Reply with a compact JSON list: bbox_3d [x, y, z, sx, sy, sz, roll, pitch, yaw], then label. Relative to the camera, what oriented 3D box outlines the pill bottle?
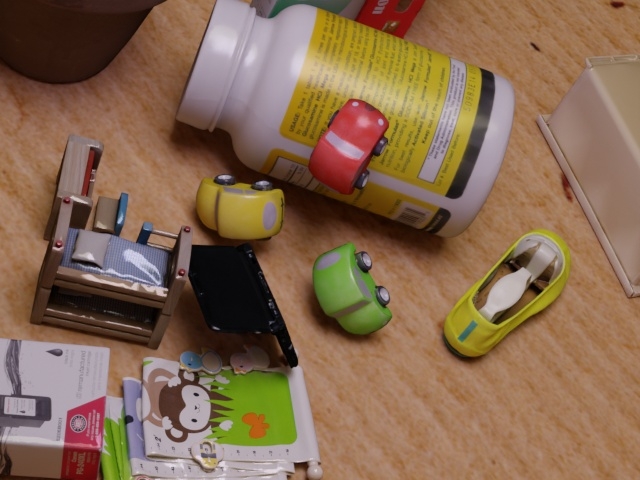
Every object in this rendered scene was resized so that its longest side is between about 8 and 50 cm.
[{"bbox_3d":[0.024,-0.141,1.640,0.334,0.188,0.188,20,50,-8],"label":"pill bottle"}]

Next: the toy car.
[{"bbox_3d":[0.000,0.000,1.549,0.225,0.239,0.053,61,28,-6],"label":"toy car"}]

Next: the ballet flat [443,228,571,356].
[{"bbox_3d":[0.217,0.044,1.652,0.077,0.077,0.231,41,50,11],"label":"ballet flat"}]

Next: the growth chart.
[{"bbox_3d":[-0.109,0.174,1.459,0.237,0.021,0.172,-5,56,-26],"label":"growth chart"}]

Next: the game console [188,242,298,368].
[{"bbox_3d":[-0.080,0.065,1.504,0.071,0.107,0.122,-22,48,-4],"label":"game console"}]

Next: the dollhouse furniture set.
[{"bbox_3d":[-0.197,-0.016,1.493,0.129,0.129,0.183,13,51,-13],"label":"dollhouse furniture set"}]

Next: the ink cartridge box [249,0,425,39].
[{"bbox_3d":[0.034,-0.269,1.746,0.225,0.181,0.056,-1,58,-25],"label":"ink cartridge box"}]

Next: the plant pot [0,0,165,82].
[{"bbox_3d":[-0.263,-0.290,1.608,0.263,0.229,0.263,11,51,-14],"label":"plant pot"}]

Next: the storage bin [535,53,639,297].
[{"bbox_3d":[0.440,-0.089,1.816,0.260,0.123,0.262,-7,57,-27],"label":"storage bin"}]

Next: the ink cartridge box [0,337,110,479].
[{"bbox_3d":[-0.269,0.150,1.370,0.151,0.063,0.109,6,54,-9],"label":"ink cartridge box"}]
